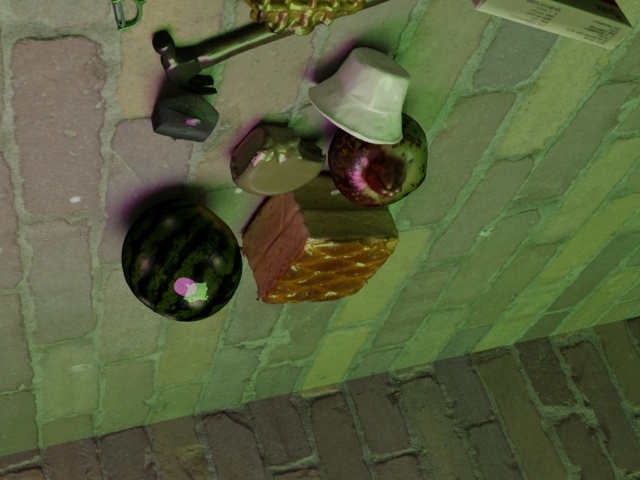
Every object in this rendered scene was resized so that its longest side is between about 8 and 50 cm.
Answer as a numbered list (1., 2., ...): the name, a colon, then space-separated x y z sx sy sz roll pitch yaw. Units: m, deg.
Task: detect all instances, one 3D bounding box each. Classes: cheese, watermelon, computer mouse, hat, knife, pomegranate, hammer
1. cheese: -0.084 -0.164 1.927 0.202 0.091 0.175 0 148 -37
2. watermelon: -0.293 0.043 1.985 0.269 0.269 0.269 -16 154 -8
3. computer mouse: -0.241 -0.224 1.693 0.113 0.068 0.229 12 176 -17
4. hat: 0.089 -0.282 1.754 0.203 0.203 0.126 3 127 -38
5. knife: -0.296 -0.395 1.419 0.054 0.015 0.212 -15 154 -10
6. pomegranate: 0.123 -0.151 1.909 0.214 0.248 0.214 -4 123 -6
7. hammer: -0.060 -0.366 1.603 0.440 0.044 0.168 -21 153 3

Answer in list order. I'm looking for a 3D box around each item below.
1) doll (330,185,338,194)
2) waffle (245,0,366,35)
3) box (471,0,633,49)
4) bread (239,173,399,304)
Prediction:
1. doll: 0.121 -0.159 2.077 0.227 0.057 0.114 -32 159 -4
2. waffle: -0.001 -0.447 1.450 0.301 0.058 0.281 -20 146 -10
3. box: 0.351 -0.440 1.550 0.353 0.214 0.069 2 145 -38
4. bread: 0.000 0.000 2.165 0.279 0.207 0.279 2 145 -34
